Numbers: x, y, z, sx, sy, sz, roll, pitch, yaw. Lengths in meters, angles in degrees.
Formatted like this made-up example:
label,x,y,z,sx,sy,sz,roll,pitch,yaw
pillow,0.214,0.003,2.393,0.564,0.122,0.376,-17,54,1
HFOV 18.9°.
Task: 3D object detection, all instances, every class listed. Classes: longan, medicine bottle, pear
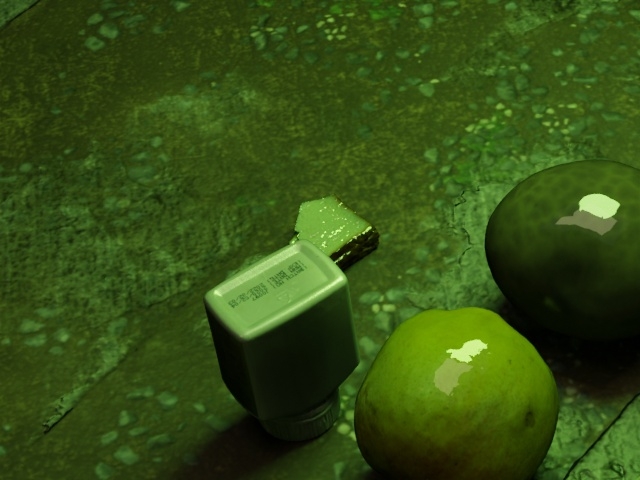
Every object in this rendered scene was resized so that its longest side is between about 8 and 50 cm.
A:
label,x,y,z,sx,sy,sz,roll,pitch,yaw
longan,0.276,0.010,1.972,0.212,0.198,0.198,0,45,16
medicine bottle,-0.033,0.109,1.919,0.132,0.188,0.088,-30,48,-20
pear,0.128,0.165,1.840,0.200,0.200,0.200,-5,45,5

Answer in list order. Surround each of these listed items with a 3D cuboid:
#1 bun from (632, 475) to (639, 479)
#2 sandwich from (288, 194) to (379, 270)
label,x,y,z,sx,sy,sz,roll,pitch,yaw
bun,0.352,0.291,1.679,0.283,0.179,0.283,-7,43,6
sandwich,0.000,0.000,2.131,0.105,0.036,0.093,-39,52,-25
